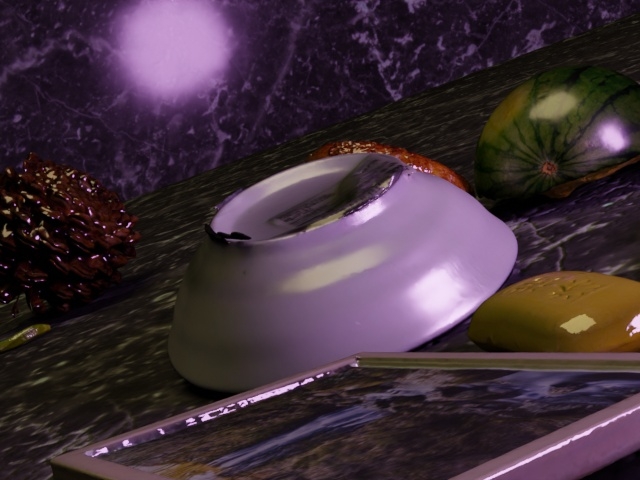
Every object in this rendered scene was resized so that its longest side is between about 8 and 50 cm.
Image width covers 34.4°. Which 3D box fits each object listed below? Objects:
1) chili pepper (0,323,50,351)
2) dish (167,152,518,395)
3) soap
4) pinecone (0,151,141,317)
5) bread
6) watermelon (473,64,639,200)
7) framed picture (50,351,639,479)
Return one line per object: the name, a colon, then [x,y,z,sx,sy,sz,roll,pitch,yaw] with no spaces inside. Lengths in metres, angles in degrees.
chili pepper: [-0.370,0.119,1.263,0.083,0.017,0.030,-22,9,-13]
dish: [0.000,0.000,0.865,0.316,0.106,0.316,-17,20,6]
soap: [0.150,0.048,0.641,0.089,0.045,0.140,-19,10,-20]
pinecone: [-0.359,-0.001,1.372,0.221,0.221,0.221,-18,11,4]
bread: [0.071,-0.061,1.105,0.193,0.064,0.193,11,-6,1]
watermelon: [0.256,-0.117,1.080,0.204,0.127,0.232,-14,6,41]
framed picture: [0.019,0.097,0.535,0.240,0.020,0.324,-15,3,-30]
